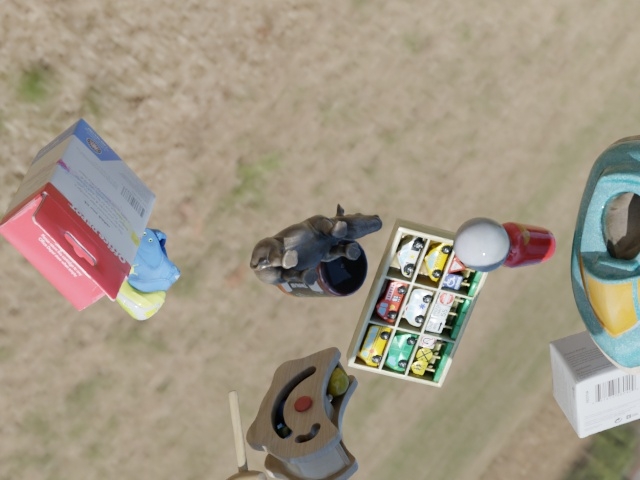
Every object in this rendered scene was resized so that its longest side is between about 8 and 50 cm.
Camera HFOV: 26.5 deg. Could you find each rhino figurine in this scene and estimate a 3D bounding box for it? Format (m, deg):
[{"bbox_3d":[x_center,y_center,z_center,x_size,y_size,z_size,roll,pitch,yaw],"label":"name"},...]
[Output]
[{"bbox_3d":[0.000,0.000,1.927,0.243,0.106,0.073,-27,110,-41],"label":"rhino figurine"}]

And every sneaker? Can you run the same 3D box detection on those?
[{"bbox_3d":[-0.312,0.010,2.116,0.126,0.240,0.091,-43,166,-12],"label":"sneaker"}]

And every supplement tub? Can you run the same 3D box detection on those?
[{"bbox_3d":[-0.014,0.046,2.310,0.106,0.106,0.198,-46,-158,-27],"label":"supplement tub"}]

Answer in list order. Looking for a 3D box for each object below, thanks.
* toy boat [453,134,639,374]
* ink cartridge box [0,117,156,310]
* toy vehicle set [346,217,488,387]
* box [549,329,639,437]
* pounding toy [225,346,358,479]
[{"bbox_3d":[0.305,0.013,1.543,0.148,0.318,0.267,1,92,-42],"label":"toy boat"},{"bbox_3d":[-0.270,-0.020,1.506,0.078,0.134,0.231,-33,-158,22],"label":"ink cartridge box"},{"bbox_3d":[0.160,0.104,2.203,0.035,0.166,0.266,-100,-154,-62],"label":"toy vehicle set"},{"bbox_3d":[0.347,0.171,1.688,0.101,0.087,0.102,-17,129,-8],"label":"box"},{"bbox_3d":[-0.031,0.252,1.941,0.155,0.154,0.269,61,37,-34],"label":"pounding toy"}]
